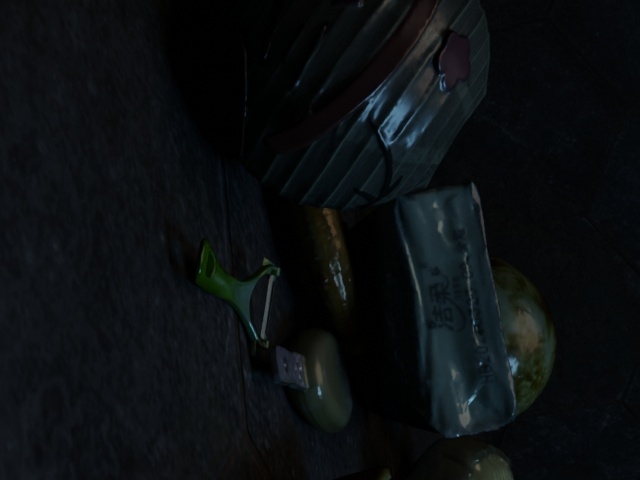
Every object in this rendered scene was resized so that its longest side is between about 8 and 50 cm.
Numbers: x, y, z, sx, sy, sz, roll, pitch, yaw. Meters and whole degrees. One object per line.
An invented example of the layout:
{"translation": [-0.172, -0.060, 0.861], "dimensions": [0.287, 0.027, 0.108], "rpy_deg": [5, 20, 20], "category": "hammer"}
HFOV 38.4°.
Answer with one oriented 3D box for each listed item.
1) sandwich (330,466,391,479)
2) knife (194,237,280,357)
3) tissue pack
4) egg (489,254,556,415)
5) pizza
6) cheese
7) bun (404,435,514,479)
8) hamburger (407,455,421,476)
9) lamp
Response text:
{"translation": [0.006, 0.230, 0.658], "dimensions": [0.244, 0.088, 0.090], "rpy_deg": [-7, 77, -74], "category": "sandwich"}
{"translation": [-0.064, 0.036, 0.659], "dimensions": [0.166, 0.022, 0.078], "rpy_deg": [46, 44, -69], "category": "knife"}
{"translation": [0.096, 0.079, 0.967], "dimensions": [0.315, 0.103, 0.228], "rpy_deg": [141, -60, -79], "category": "tissue pack"}
{"translation": [0.196, 0.129, 1.276], "dimensions": [0.289, 0.238, 0.238], "rpy_deg": [-121, -165, -71], "category": "egg"}
{"translation": [-0.003, 0.000, 0.880], "dimensions": [0.127, 0.058, 0.246], "rpy_deg": [-89, 164, -66], "category": "pizza"}
{"translation": [-0.012, 0.114, 0.788], "dimensions": [0.192, 0.037, 0.097], "rpy_deg": [45, 34, -70], "category": "cheese"}
{"translation": [0.154, 0.376, 1.060], "dimensions": [0.287, 0.146, 0.287], "rpy_deg": [32, 53, -56], "category": "bun"}
{"translation": [0.166, 0.355, 1.262], "dimensions": [0.166, 0.087, 0.137], "rpy_deg": [-4, 83, -77], "category": "hamburger"}
{"translation": [0.016, -0.143, 0.738], "dimensions": [0.265, 0.233, 0.233], "rpy_deg": [-61, 148, -26], "category": "lamp"}
